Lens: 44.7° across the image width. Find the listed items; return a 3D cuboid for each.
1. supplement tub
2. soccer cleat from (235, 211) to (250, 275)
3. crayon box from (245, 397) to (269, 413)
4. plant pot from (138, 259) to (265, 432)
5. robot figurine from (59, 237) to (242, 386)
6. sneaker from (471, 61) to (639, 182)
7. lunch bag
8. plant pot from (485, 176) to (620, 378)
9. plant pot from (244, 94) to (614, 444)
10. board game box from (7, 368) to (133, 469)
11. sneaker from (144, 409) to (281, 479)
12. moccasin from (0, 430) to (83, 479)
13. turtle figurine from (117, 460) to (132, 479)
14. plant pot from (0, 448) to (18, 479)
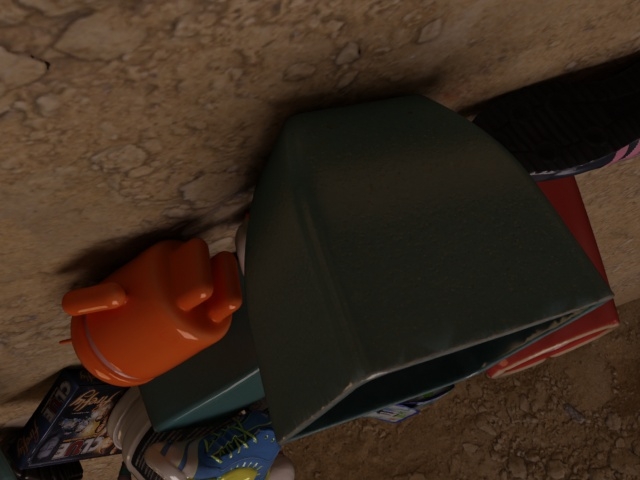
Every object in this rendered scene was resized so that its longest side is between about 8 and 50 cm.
[{"bbox_3d":[-0.193,0.346,1.249,0.191,0.272,0.191,-39,153,-25],"label":"supplement tub"},{"bbox_3d":[0.000,0.000,0.880,0.196,0.068,0.076,-6,118,-15],"label":"soccer cleat"},{"bbox_3d":[0.045,0.231,1.454,0.363,0.106,0.313,-33,169,-3],"label":"crayon box"},{"bbox_3d":[-0.105,0.118,1.007,0.234,0.165,0.165,-30,161,14],"label":"plant pot"},{"bbox_3d":[-0.187,0.080,0.853,0.219,0.128,0.158,-32,180,27],"label":"robot figurine"},{"bbox_3d":[0.299,-0.115,0.868,0.319,0.112,0.131,-16,159,-13],"label":"sneaker"},{"bbox_3d":[0.141,0.269,1.384,0.151,0.096,0.129,-16,163,-25],"label":"lunch bag"},{"bbox_3d":[0.285,0.050,1.120,0.275,0.243,0.275,-20,162,-7],"label":"plant pot"},{"bbox_3d":[0.055,0.012,0.725,0.247,0.252,0.248,-14,160,-24],"label":"plant pot"},{"bbox_3d":[-0.361,0.282,1.258,0.165,0.042,0.243,-54,155,9],"label":"board game box"},{"bbox_3d":[-0.131,0.270,1.032,0.126,0.091,0.240,-59,148,-7],"label":"sneaker"},{"bbox_3d":[-0.564,0.440,1.470,0.147,0.139,0.380,-27,173,-12],"label":"moccasin"},{"bbox_3d":[-0.320,0.389,1.454,0.175,0.118,0.234,-21,-156,-38],"label":"turtle figurine"},{"bbox_3d":[-0.544,0.348,1.032,0.255,0.271,0.271,-29,167,-26],"label":"plant pot"}]
